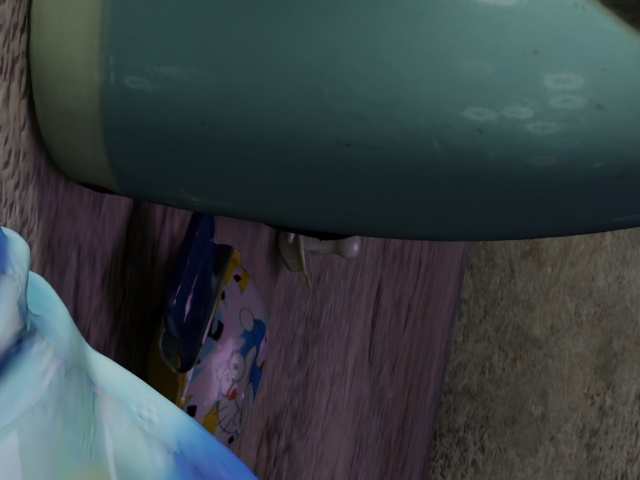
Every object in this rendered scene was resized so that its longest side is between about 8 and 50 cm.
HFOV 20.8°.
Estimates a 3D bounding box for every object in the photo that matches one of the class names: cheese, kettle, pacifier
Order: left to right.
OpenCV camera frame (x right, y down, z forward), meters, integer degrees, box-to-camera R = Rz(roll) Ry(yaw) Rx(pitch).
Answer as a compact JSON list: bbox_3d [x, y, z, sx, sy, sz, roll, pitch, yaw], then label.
[{"bbox_3d":[-0.072,0.063,1.046,0.250,0.064,0.157,88,17,-64],"label":"cheese"},{"bbox_3d":[0.000,0.000,1.371,0.083,0.064,0.068,75,12,-70],"label":"pacifier"},{"bbox_3d":[0.075,-0.107,0.843,0.319,0.342,0.247,35,68,-80],"label":"kettle"}]

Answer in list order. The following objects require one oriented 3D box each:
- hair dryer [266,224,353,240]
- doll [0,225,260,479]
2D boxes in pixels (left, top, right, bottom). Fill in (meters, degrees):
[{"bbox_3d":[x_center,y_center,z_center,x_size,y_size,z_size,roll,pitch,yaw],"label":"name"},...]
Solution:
[{"bbox_3d":[0.065,-0.083,1.205,0.089,0.251,0.197,62,5,8],"label":"hair dryer"},{"bbox_3d":[-0.146,0.113,0.455,0.376,0.187,0.365,-55,164,11],"label":"doll"}]
